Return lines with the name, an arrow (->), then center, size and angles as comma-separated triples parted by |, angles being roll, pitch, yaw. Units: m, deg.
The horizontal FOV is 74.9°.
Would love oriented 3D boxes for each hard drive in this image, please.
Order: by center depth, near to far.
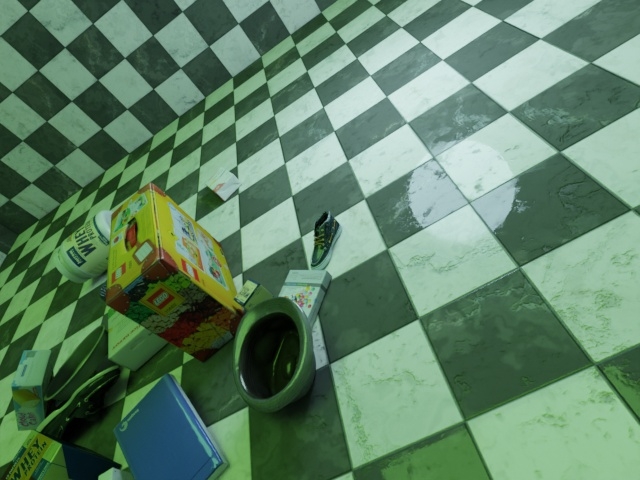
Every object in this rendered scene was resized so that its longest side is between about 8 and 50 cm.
hard drive -> -0.397, 0.532, 1.080 | 0.210, 0.040, 0.318 | -47, 52, -8

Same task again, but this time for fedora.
fedora -> -0.098, 0.292, 1.048 | 0.243, 0.124, 0.276 | -31, 48, 16

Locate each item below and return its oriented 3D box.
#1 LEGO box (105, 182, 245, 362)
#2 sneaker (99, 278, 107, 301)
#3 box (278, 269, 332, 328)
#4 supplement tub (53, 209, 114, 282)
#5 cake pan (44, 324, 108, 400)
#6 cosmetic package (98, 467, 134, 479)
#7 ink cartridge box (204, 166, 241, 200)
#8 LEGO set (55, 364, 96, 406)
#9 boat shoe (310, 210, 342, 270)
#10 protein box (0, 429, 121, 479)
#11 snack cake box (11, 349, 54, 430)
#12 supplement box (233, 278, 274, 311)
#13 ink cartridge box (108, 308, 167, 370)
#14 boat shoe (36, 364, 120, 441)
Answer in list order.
LEGO box -> -0.471, 0.087, 1.358 | 0.193, 0.372, 0.500 | -39, 38, 3
sneaker -> -0.847, 0.136, 1.857 | 0.319, 0.112, 0.131 | -51, 23, -17
box -> -0.061, 0.172, 1.204 | 0.145, 0.038, 0.186 | -2, 53, 39
supplement tub -> -1.095, 0.033, 2.037 | 0.324, 0.235, 0.235 | -37, 38, 5
cake pan -> -0.843, 0.435, 1.472 | 0.293, 0.054, 0.293 | -36, 26, 21
cosmetic package -> -0.508, 0.700, 1.022 | 0.060, 0.099, 0.239 | -32, 39, 11
ink cartridge box -> -0.458, -0.267, 1.928 | 0.115, 0.067, 0.198 | -48, 39, -8
LEGO set -> -0.944, 0.494, 1.617 | 0.244, 0.060, 0.183 | -37, 42, 4
boat shoe -> 0.000, 0.000, 1.280 | 0.065, 0.083, 0.184 | 0, 53, 39
protein box -> -0.720, 0.646, 1.167 | 0.201, 0.200, 0.136 | -6, 50, 37
snack cake box -> -1.023, 0.537, 1.498 | 0.152, 0.089, 0.265 | -115, 36, -50
supplement box -> -0.203, 0.177, 1.279 | 0.056, 0.083, 0.083 | 17, 66, 47
ink cartridge box -> -0.649, 0.296, 1.509 | 0.201, 0.117, 0.278 | -41, 38, -1
boat shoe -> -0.776, 0.557, 1.379 | 0.340, 0.127, 0.113 | -41, 78, -3
